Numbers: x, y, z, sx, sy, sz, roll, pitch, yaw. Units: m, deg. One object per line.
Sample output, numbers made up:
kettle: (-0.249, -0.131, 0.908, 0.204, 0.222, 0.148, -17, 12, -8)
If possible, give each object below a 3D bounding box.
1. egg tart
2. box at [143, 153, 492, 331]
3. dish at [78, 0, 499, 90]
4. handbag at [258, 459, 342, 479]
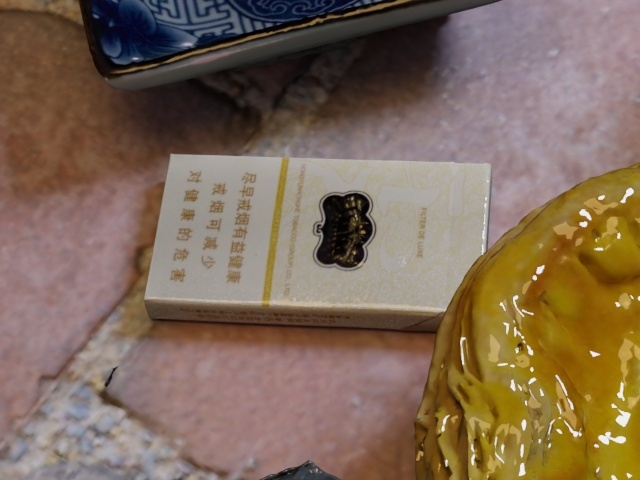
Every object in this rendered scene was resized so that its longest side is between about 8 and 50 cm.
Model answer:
egg tart: (0.179, 0.095, 0.706, 0.295, 0.116, 0.295, -4, 55, 6)
box: (0.000, 0.000, 0.839, 0.167, 0.024, 0.090, 2, 58, 8)
dish: (-0.010, -0.161, 0.910, 0.243, 0.080, 0.182, -14, 57, 0)
handbag: (0.027, 0.194, 0.599, 0.270, 0.088, 0.175, 22, 102, 19)
